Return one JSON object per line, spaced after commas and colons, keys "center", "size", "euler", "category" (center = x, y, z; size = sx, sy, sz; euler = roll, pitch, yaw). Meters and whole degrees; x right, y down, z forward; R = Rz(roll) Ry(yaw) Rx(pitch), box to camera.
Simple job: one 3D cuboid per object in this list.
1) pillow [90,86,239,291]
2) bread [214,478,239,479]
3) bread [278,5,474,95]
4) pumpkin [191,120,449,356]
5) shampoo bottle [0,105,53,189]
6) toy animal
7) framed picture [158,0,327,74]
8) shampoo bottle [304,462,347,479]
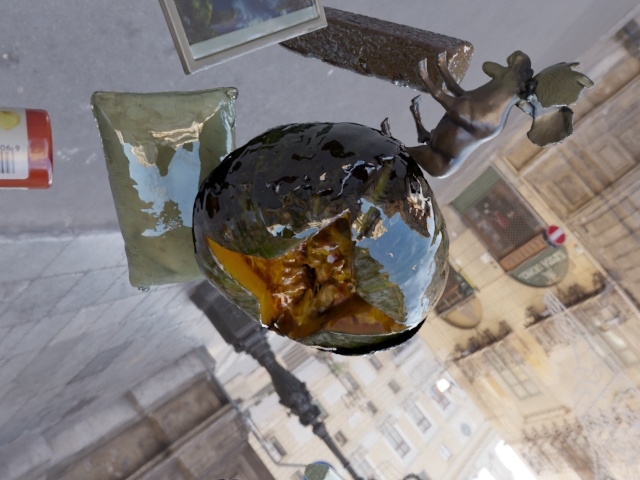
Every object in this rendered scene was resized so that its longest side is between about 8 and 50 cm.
{"center": [-0.194, -0.060, 0.776], "size": [0.185, 0.074, 0.302], "euler": [-4, 121, -7], "category": "pillow"}
{"center": [-0.222, 0.377, 0.599], "size": [0.278, 0.166, 0.325], "euler": [-25, -178, 33], "category": "bread"}
{"center": [0.111, -0.422, 1.223], "size": [0.165, 0.417, 0.113], "euler": [-34, 142, -51], "category": "bread"}
{"center": [0.000, 0.000, 0.682], "size": [0.320, 0.321, 0.192], "euler": [-47, -161, 44], "category": "pumpkin"}
{"center": [-0.471, -0.110, 0.656], "size": [0.278, 0.104, 0.104], "euler": [-3, 153, -29], "category": "shampoo bottle"}
{"center": [0.196, -0.154, 0.671], "size": [0.094, 0.186, 0.214], "euler": [-32, 161, -46], "category": "toy animal"}
{"center": [-0.121, -0.405, 0.846], "size": [0.024, 0.231, 0.315], "euler": [6, -147, 42], "category": "framed picture"}
{"center": [0.039, 0.352, 0.762], "size": [0.049, 0.141, 0.034], "euler": [-23, -150, 46], "category": "shampoo bottle"}
